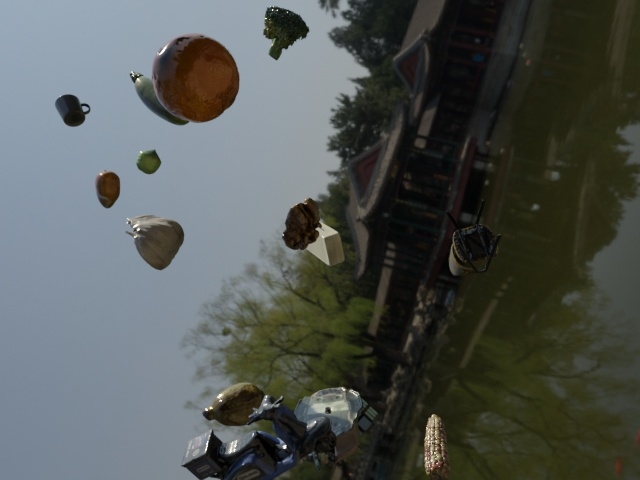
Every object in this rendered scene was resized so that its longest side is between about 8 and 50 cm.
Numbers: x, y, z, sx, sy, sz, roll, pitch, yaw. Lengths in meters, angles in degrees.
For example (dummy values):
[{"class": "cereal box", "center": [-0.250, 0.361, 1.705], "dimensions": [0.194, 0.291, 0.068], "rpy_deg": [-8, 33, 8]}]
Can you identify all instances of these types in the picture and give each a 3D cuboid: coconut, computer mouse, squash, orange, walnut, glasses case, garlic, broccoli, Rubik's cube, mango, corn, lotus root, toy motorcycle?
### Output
[{"class": "coconut", "center": [-0.634, -0.294, 1.982], "dimensions": [0.096, 0.088, 0.088], "rpy_deg": [-62, -11, -4]}, {"class": "computer mouse", "center": [0.030, 0.536, 1.490], "dimensions": [0.389, 0.200, 0.114], "rpy_deg": [-75, -28, -75]}, {"class": "squash", "center": [-0.564, -0.487, 1.856], "dimensions": [0.094, 0.341, 0.094], "rpy_deg": [-40, -27, -25]}, {"class": "orange", "center": [-0.353, -0.461, 1.518], "dimensions": [0.246, 0.246, 0.245], "rpy_deg": [16, -90, -80]}, {"class": "walnut", "center": [-0.050, -0.041, 1.627], "dimensions": [0.143, 0.069, 0.170], "rpy_deg": [-35, -39, -32]}, {"class": "glasses case", "center": [0.000, 0.000, 2.232], "dimensions": [0.313, 0.070, 0.131], "rpy_deg": [-147, 42, -64]}, {"class": "garlic", "center": [-0.520, -0.012, 1.731], "dimensions": [0.178, 0.143, 0.229], "rpy_deg": [59, -176, -38]}, {"class": "broccoli", "center": [-0.140, -0.769, 2.019], "dimensions": [0.219, 0.194, 0.194], "rpy_deg": [-112, 26, -52]}, {"class": "Rubik's cube", "center": [0.109, 0.692, 2.080], "dimensions": [0.160, 0.163, 0.162], "rpy_deg": [-50, -14, 4]}, {"class": "mango", "center": [-0.798, -0.196, 2.012], "dimensions": [0.165, 0.089, 0.115], "rpy_deg": [-45, 62, 57]}, {"class": "corn", "center": [0.358, 0.633, 1.650], "dimensions": [0.237, 0.080, 0.079], "rpy_deg": [-71, -8, -60]}, {"class": "lotus root", "center": [-0.278, 0.546, 1.764], "dimensions": [0.214, 0.138, 0.138], "rpy_deg": [-12, -53, -33]}, {"class": "toy motorcycle", "center": [-0.140, 0.493, 1.294], "dimensions": [0.212, 0.359, 0.125], "rpy_deg": [52, -164, -21]}]

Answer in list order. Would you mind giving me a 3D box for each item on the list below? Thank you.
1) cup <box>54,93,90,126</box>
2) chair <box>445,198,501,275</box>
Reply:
[{"class": "cup", "center": [-0.792, -0.418, 1.731], "dimensions": [0.100, 0.077, 0.078], "rpy_deg": [-17, -30, -32]}, {"class": "chair", "center": [0.515, 0.011, 1.837], "dimensions": [0.246, 0.173, 0.158], "rpy_deg": [62, -165, -51]}]
